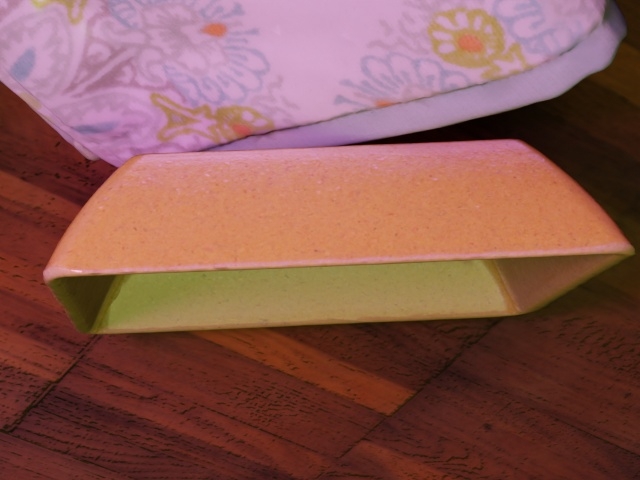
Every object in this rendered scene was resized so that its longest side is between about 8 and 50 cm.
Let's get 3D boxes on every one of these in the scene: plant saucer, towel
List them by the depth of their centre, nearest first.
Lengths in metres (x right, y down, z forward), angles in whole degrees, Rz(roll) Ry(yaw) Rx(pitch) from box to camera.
[{"bbox_3d":[-0.064,-0.171,0.965,0.374,0.090,0.320,-12,139,32],"label":"towel"},{"bbox_3d":[0.000,0.000,1.132,0.332,0.081,0.333,-2,171,-5],"label":"plant saucer"}]
